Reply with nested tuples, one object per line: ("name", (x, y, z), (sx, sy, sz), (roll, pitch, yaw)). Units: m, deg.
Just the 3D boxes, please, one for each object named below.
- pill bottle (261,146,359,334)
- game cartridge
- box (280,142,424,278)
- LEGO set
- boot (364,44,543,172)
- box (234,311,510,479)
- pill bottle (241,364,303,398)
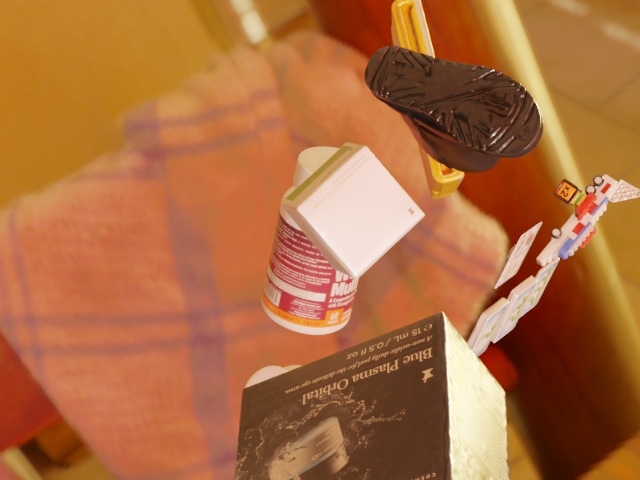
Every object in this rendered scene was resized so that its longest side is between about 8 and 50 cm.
("pill bottle", (0.000, 0.000, 1.945), (0.121, 0.221, 0.121), (10, 28, -5))
("game cartridge", (0.163, -0.215, 2.388), (0.052, 0.285, 0.324), (-14, -4, 0))
("box", (0.032, -0.032, 1.573), (0.101, 0.102, 0.087), (-42, 14, -6))
("LEGO set", (0.254, 0.024, 1.656), (0.060, 0.244, 0.182), (36, 38, 20))
("boot", (0.187, -0.140, 1.835), (0.246, 0.207, 0.094), (25, 85, 31))
("box", (0.033, 0.150, 0.954), (0.156, 0.093, 0.158), (-23, 37, 21))
("pill bottle", (-0.012, 0.240, 2.035), (0.117, 0.215, 0.117), (-16, 60, 29))
